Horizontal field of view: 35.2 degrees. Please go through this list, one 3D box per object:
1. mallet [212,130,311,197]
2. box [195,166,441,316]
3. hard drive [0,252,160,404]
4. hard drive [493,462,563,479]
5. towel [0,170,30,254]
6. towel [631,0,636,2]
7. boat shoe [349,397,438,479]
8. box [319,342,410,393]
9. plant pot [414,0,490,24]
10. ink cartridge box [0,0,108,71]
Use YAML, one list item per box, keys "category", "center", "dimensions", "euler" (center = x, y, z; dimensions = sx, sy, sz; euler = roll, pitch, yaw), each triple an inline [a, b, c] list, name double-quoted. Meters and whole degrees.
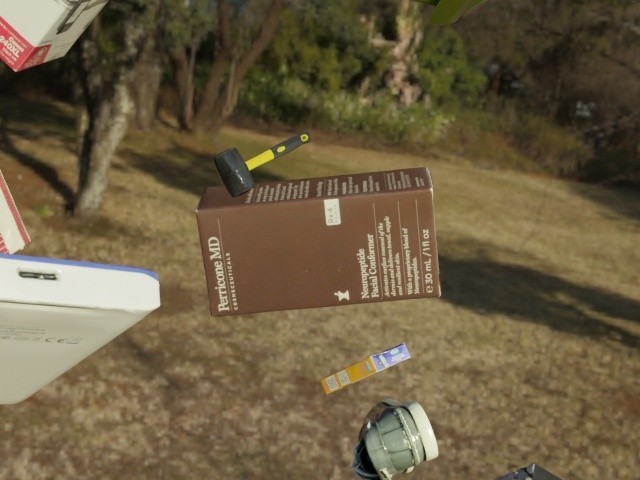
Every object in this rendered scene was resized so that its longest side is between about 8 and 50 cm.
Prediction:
- category: "mallet"
  center: [-0.078, -0.124, 1.383]
  dimensions: [0.039, 0.062, 0.189]
  euler: [-23, 14, 42]
- category: "box"
  center: [0.000, 0.000, 1.654]
  dimensions: [0.381, 0.191, 0.143]
  euler: [-6, 19, 5]
- category: "hard drive"
  center: [-0.312, 0.088, 0.908]
  dimensions: [0.210, 0.040, 0.318]
  euler: [8, -26, -35]
- category: "hard drive"
  center: [0.093, 0.366, 0.929]
  dimensions: [0.064, 0.237, 0.339]
  euler: [31, -41, -12]
- category: "towel"
  center: [-0.574, -0.029, 1.334]
  dimensions: [0.329, 0.237, 0.037]
  euler: [-30, 20, -33]
- category: "towel"
  center: [0.510, -0.399, 1.268]
  dimensions: [0.283, 0.235, 0.121]
  euler: [-12, 52, -45]
- category: "boat shoe"
  center: [0.084, 0.300, 1.484]
  dimensions: [0.099, 0.116, 0.319]
  euler: [-19, -11, -13]
- category: "box"
  center: [0.072, 0.190, 1.511]
  dimensions: [0.081, 0.028, 0.136]
  euler: [-16, -10, -45]
- category: "plant pot"
  center: [0.220, -0.494, 1.628]
  dimensions: [0.207, 0.228, 0.227]
  euler: [46, 47, 8]
- category: "ink cartridge box"
  center: [-0.249, -0.244, 0.970]
  dimensions: [0.063, 0.150, 0.109]
  euler: [45, 22, -4]
